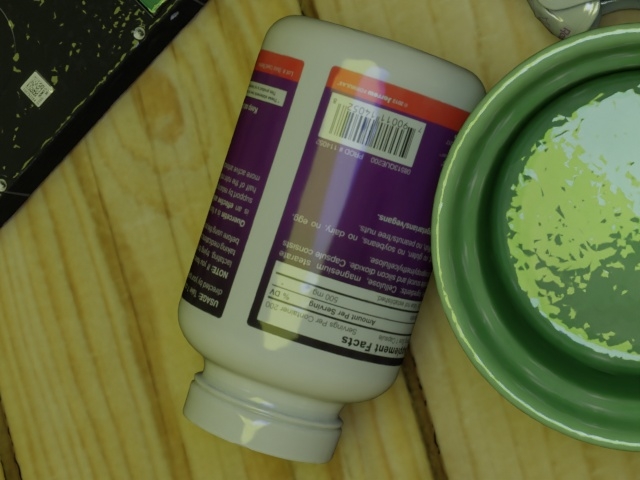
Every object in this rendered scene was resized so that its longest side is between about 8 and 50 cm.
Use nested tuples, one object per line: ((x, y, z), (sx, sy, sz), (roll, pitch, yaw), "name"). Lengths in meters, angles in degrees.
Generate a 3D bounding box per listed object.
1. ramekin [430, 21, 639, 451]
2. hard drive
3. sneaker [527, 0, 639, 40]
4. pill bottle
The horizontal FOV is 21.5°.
((0.240, -0.008, 1.243), (0.303, 0.148, 0.303), (1, 97, 10), "ramekin")
((-0.266, -0.194, 1.442), (0.237, 0.064, 0.339), (45, 100, 11), "hard drive")
((0.165, -0.238, 1.302), (0.305, 0.114, 0.152), (16, 92, 14), "sneaker")
((0.000, 0.000, 1.307), (0.181, 0.181, 0.323), (19, 94, 14), "pill bottle")
